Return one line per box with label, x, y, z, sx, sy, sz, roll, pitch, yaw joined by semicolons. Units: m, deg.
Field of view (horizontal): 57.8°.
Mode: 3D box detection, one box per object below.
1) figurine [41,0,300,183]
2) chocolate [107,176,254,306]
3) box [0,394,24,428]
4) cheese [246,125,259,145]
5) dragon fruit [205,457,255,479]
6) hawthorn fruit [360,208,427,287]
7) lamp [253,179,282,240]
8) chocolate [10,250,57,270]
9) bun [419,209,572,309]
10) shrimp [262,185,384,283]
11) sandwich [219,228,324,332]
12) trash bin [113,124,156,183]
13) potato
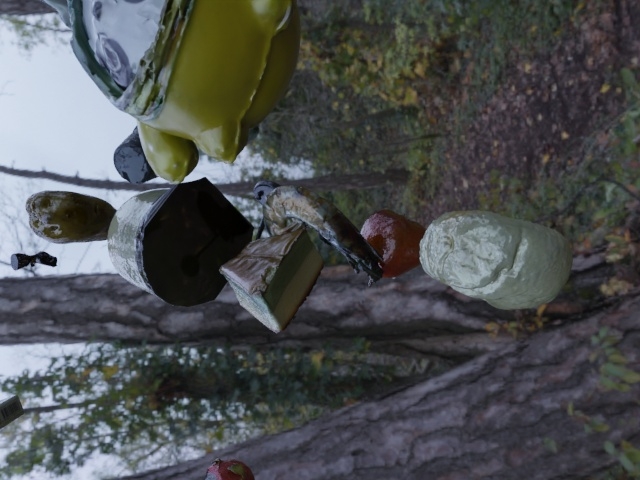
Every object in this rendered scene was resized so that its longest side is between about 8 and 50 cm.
figurine;-0.156;-0.246;0.631;0.340;0.231;0.324;46;122;30
chocolate;-0.414;-0.013;1.590;0.326;0.297;0.314;-55;-44;-13
box;-0.960;0.517;1.580;0.259;0.168;0.071;-37;-74;-85
cheese;-0.148;-0.235;1.238;0.026;0.120;0.067;48;-140;1
dragon fruit;-0.122;0.341;0.783;0.056;0.060;0.083;39;-122;-53
hawthorn fruit;0.186;0.031;1.603;0.226;0.196;0.196;-59;-4;1
lamp;-0.136;0.005;1.532;0.130;0.108;0.371;80;-171;-51
chocolate;-1.019;0.073;2.063;0.147;0.070;0.072;4;-124;-52
bun;0.216;0.029;0.740;0.164;0.188;0.111;43;-118;-73
shrimp;0.000;0.000;1.509;0.365;0.233;0.071;41;-136;-13
sandwich;-0.118;0.088;1.165;0.108;0.186;0.220;60;-144;-24
trash bin;-0.504;-0.245;1.661;0.161;0.175;0.176;-57;-38;-60
potato;-0.736;-0.060;1.771;0.176;0.195;0.369;39;-177;12
